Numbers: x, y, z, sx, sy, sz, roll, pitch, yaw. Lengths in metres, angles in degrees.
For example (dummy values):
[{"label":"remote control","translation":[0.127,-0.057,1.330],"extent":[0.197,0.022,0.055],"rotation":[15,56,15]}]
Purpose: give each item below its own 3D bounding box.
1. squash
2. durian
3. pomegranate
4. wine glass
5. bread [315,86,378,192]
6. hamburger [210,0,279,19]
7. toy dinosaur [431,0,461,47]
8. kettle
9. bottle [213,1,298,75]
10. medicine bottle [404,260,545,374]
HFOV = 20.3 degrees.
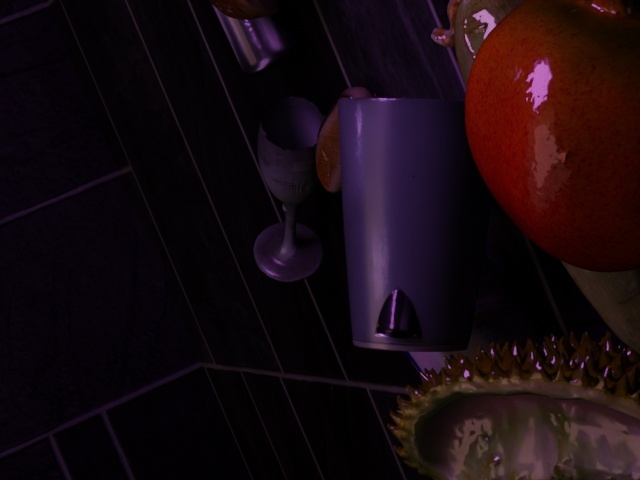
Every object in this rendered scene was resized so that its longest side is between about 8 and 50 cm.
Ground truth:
[{"label":"squash","translation":[0.221,-0.056,1.493],"extent":[0.370,0.118,0.118],"rotation":[65,164,1]},{"label":"durian","translation":[0.203,0.171,1.645],"extent":[0.355,0.157,0.169],"rotation":[-13,86,45]},{"label":"pomegranate","translation":[0.217,-0.103,1.282],"extent":[0.221,0.221,0.256],"rotation":[49,146,46]},{"label":"wine glass","translation":[0.000,0.000,2.304],"extent":[0.264,0.096,0.309],"rotation":[60,162,27]},{"label":"bread","translation":[0.035,-0.122,2.102],"extent":[0.073,0.053,0.214],"rotation":[58,160,14]},{"label":"hamburger","translation":[-0.101,-0.365,2.052],"extent":[0.286,0.146,0.243],"rotation":[51,165,37]},{"label":"toy dinosaur","translation":[0.163,-0.219,1.592],"extent":[0.212,0.057,0.142],"rotation":[44,136,27]},{"label":"kettle","translation":[0.096,-0.015,1.752],"extent":[0.210,0.160,0.243],"rotation":[-12,-75,-79]},{"label":"bottle","translation":[-0.104,-0.332,2.214],"extent":[0.096,0.079,0.253],"rotation":[-26,88,36]},{"label":"medicine bottle","translation":[0.148,0.091,1.904],"extent":[0.341,0.130,0.130],"rotation":[55,161,34]}]
